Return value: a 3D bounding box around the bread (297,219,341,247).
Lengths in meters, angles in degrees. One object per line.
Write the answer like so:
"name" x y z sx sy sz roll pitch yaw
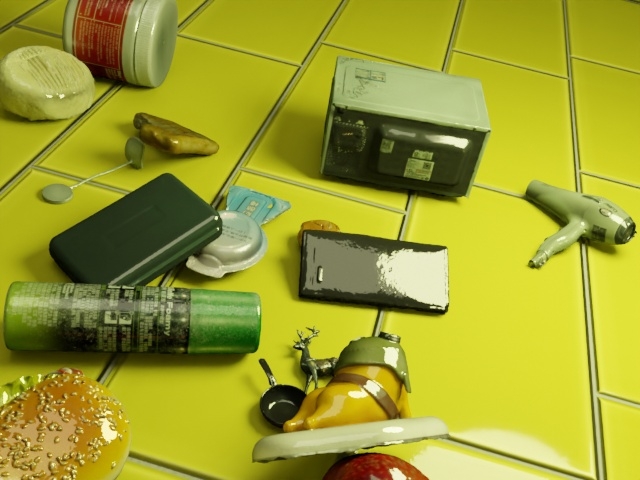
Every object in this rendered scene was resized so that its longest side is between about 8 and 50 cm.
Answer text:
"bread" 0.000 0.000 1.272 0.081 0.046 0.083 15 39 9

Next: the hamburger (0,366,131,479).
"hamburger" -0.315 0.235 0.831 0.173 0.116 0.210 35 43 23

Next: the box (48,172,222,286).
"box" -0.278 -0.004 1.155 0.230 0.050 0.160 -36 54 -25

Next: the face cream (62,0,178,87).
"face cream" -0.418 -0.438 1.597 0.187 0.201 0.201 12 37 1

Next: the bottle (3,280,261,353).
"bottle" -0.248 0.107 1.030 0.330 0.093 0.093 3 38 -11

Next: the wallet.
"wallet" 0.088 0.047 1.215 0.244 0.025 0.124 7 61 -6

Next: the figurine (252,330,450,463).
"figurine" 0.032 0.181 0.902 0.250 0.166 0.141 4 72 -38

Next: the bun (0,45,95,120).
"bun" -0.535 -0.296 1.470 0.164 0.111 0.188 44 42 12

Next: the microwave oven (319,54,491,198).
"microwave oven" 0.156 -0.216 1.478 0.295 0.181 0.237 9 39 -3

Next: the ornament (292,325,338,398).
"ornament" -0.001 0.169 1.071 0.073 0.028 0.125 0 40 -13

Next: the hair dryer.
"hair dryer" 0.443 -0.042 1.438 0.225 0.088 0.219 -17 37 -11

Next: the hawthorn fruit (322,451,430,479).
"hawthorn fruit" 0.090 0.322 0.820 0.203 0.162 0.162 24 35 -14

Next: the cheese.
"cheese" -0.142 -0.016 1.250 0.135 0.052 0.245 20 38 9

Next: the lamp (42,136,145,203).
"lamp" -0.395 -0.121 1.323 0.050 0.056 0.198 36 47 24

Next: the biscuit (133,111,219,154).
"biscuit" -0.293 -0.200 1.408 0.174 0.039 0.183 25 12 12

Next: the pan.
"pan" -0.057 0.205 1.009 0.068 0.023 0.115 -11 46 -26
